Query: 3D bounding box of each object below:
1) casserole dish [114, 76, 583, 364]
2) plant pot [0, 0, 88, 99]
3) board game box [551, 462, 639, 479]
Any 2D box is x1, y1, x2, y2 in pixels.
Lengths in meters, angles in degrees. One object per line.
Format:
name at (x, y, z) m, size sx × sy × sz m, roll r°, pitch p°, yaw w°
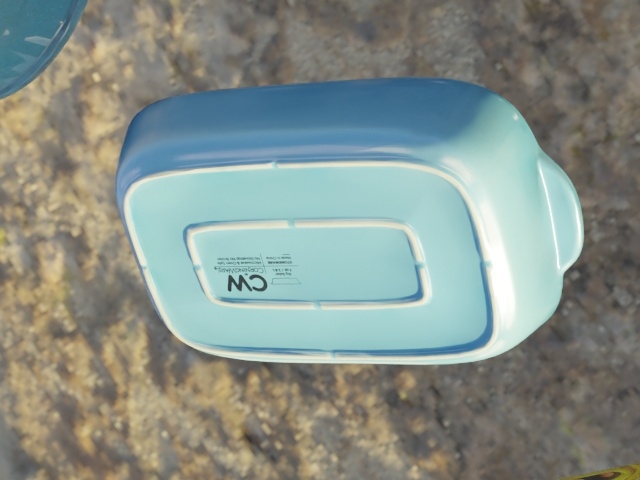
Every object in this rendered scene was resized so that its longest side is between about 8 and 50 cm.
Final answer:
casserole dish at (0.000, 0.000, 0.480) m, size 0.188 × 0.037 × 0.114 m, roll 0°, pitch 122°, yaw 26°
plant pot at (-0.335, -0.243, 0.906) m, size 0.271 × 0.255 × 0.271 m, roll -1°, pitch 88°, yaw 36°
board game box at (0.151, 0.212, 0.681) m, size 0.302 × 0.308 × 0.086 m, roll -16°, pitch 97°, yaw 21°
